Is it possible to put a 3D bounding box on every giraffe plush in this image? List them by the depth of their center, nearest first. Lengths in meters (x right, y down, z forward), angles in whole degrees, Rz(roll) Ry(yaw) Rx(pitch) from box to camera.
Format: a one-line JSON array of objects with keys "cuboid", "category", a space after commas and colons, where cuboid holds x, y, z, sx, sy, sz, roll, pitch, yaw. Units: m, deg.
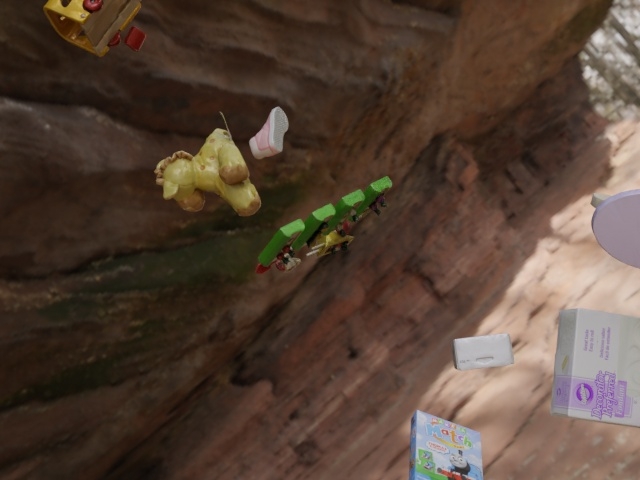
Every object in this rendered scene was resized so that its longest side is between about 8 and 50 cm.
[{"cuboid": [-0.232, -0.123, 1.764, 0.170, 0.210, 0.181, -24, 6, -5], "category": "giraffe plush"}]

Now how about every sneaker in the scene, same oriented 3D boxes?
[{"cuboid": [-0.108, -0.214, 1.807, 0.070, 0.051, 0.134, -22, 38, 26], "category": "sneaker"}]

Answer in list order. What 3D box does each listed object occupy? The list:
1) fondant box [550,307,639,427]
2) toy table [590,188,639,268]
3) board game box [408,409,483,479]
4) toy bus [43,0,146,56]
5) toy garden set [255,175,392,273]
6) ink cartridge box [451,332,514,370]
[{"cuboid": [0.689, 0.292, 1.990, 0.096, 0.330, 0.238, 144, 134, -77], "category": "fondant box"}, {"cuboid": [0.715, -0.045, 1.928, 0.161, 0.274, 0.252, -69, 2, -67], "category": "toy table"}, {"cuboid": [0.272, 0.475, 1.941, 0.211, 0.160, 0.039, -79, 12, -58], "category": "board game box"}, {"cuboid": [-0.334, -0.389, 1.379, 0.202, 0.104, 0.191, -33, -35, -59], "category": "toy bus"}, {"cuboid": [0.000, 0.000, 1.534, 0.244, 0.049, 0.204, -27, -13, -35], "category": "toy garden set"}, {"cuboid": [0.405, 0.281, 2.256, 0.140, 0.082, 0.190, -7, -10, 5], "category": "ink cartridge box"}]
